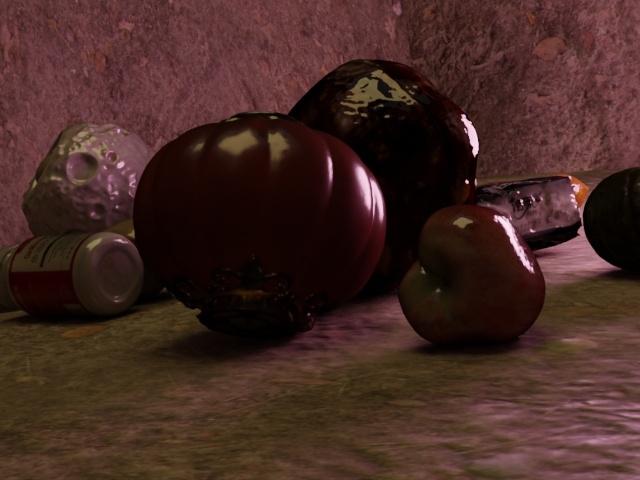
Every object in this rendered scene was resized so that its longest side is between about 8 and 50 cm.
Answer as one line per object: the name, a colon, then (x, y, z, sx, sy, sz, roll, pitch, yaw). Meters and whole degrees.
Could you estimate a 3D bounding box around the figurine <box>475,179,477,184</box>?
figurine: (0.123, -0.137, 1.667, 0.249, 0.141, 0.166, -11, 6, -2)

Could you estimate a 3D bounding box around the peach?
peach: (0.159, 0.039, 1.046, 0.152, 0.152, 0.152, -7, 6, 1)

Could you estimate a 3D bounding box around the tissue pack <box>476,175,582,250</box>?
tissue pack: (0.246, -0.029, 1.697, 0.244, 0.123, 0.332, -16, 6, -25)

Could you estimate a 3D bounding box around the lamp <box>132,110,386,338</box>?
lamp: (-0.073, -0.019, 1.204, 0.303, 0.257, 0.303, 4, -23, 2)

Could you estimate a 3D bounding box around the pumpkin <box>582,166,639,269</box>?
pumpkin: (0.458, -0.041, 1.333, 0.223, 0.157, 0.224, -11, -5, -1)

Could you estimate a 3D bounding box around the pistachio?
pistachio: (-0.318, 0.031, 1.681, 0.215, 0.144, 0.144, -16, -2, 44)

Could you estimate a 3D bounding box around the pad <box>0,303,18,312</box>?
pad: (-0.485, 0.070, 1.888, 0.375, 0.063, 0.315, -8, 6, -9)

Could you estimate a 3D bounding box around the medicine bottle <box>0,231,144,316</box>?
medicine bottle: (-0.402, 0.055, 1.584, 0.250, 0.131, 0.131, -2, 8, 37)

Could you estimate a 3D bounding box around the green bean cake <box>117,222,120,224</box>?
green bean cake: (-0.337, 0.003, 2.131, 0.085, 0.109, 0.179, -2, 7, 44)

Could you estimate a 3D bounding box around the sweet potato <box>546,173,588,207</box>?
sweet potato: (0.402, -0.064, 2.012, 0.291, 0.097, 0.097, -18, 9, -19)

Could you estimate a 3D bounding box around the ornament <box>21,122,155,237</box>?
ornament: (-0.510, -0.101, 2.332, 0.336, 0.337, 0.337, -7, 6, 1)

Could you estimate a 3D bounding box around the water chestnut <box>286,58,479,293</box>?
water chestnut: (0.104, -0.098, 1.453, 0.346, 0.335, 0.335, -11, 7, -31)
